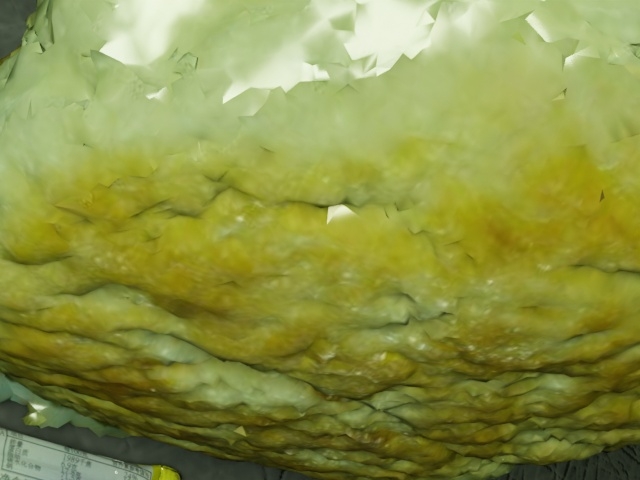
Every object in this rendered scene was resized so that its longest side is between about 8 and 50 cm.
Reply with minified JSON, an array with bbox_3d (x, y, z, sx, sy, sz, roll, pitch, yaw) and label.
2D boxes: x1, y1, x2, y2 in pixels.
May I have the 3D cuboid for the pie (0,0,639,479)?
[{"bbox_3d":[0.035,-0.007,0.481,0.395,0.418,0.180,16,67,-30],"label":"pie"}]

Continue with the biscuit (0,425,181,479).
[{"bbox_3d":[-0.188,0.086,0.526,0.292,0.026,0.048,24,53,-28],"label":"biscuit"}]
